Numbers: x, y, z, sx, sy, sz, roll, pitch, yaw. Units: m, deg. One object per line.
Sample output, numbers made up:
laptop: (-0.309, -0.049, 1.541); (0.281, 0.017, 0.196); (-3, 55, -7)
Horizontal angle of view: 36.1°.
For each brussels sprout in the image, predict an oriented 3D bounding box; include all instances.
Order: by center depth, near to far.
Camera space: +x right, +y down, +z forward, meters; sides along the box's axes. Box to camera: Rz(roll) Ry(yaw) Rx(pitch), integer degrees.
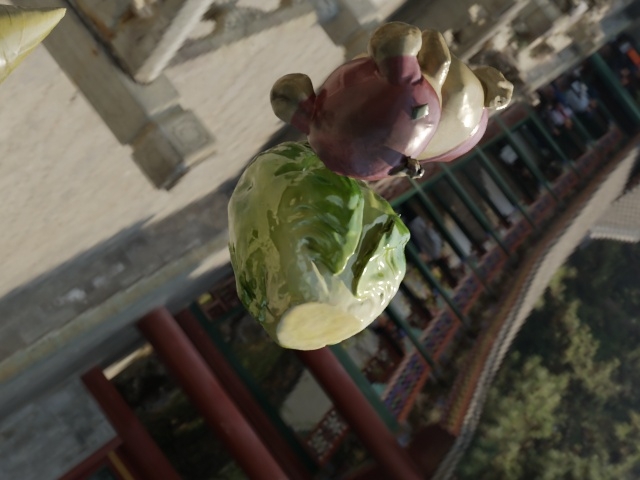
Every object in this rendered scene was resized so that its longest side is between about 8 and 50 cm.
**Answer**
brussels sprout: (-0.003, 0.000, 1.363); (0.227, 0.294, 0.259); (-25, 141, 35)

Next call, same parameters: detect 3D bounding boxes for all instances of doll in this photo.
doll: (0.075, -0.145, 1.014); (0.256, 0.196, 0.152); (-13, 114, -61)

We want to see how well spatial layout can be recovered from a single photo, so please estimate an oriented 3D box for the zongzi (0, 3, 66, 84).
zongzi: (-0.415, -0.125, 1.014); (0.300, 0.145, 0.274); (-23, 152, -55)
